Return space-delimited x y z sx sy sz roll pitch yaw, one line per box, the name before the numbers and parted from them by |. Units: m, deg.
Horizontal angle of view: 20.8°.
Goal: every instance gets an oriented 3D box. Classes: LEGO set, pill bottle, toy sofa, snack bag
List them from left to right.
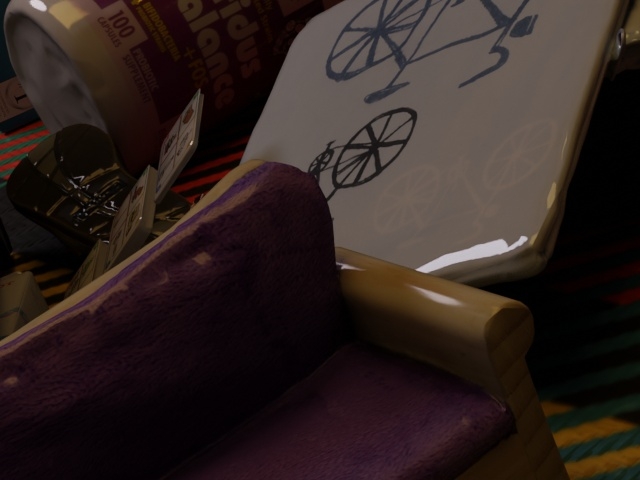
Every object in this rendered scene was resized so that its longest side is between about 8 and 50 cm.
toy sofa | -0.082 0.123 0.727 0.362 0.177 0.150 -32 25 -23
LEGO set | -0.105 0.038 1.044 0.182 0.060 0.244 -54 18 24
pill bottle | -0.086 -0.187 1.401 0.301 0.169 0.169 -34 26 -22
snack bag | 0.058 -0.066 1.007 0.323 0.037 0.342 -21 35 42

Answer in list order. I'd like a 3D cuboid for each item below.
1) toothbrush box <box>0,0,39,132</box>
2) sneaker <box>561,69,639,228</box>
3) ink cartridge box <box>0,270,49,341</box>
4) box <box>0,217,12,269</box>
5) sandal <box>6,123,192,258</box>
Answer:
toothbrush box | -0.213 -0.266 1.626 0.295 0.216 0.126 -26 24 -5
sneaker | 0.139 -0.069 1.036 0.276 0.097 0.135 0 30 39
ink cartridge box | -0.221 0.077 1.103 0.088 0.052 0.122 -19 24 7
box | -0.290 -0.077 1.160 0.076 0.242 0.307 -22 6 -5
sandal | -0.152 -0.019 1.253 0.090 0.060 0.219 -40 42 -22
